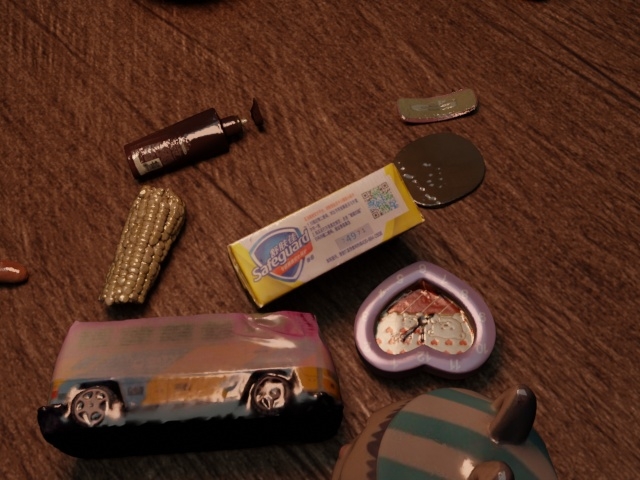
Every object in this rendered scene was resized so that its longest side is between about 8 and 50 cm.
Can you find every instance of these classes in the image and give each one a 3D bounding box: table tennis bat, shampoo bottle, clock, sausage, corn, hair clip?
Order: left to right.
[{"bbox_3d":[-0.558,0.062,1.160,0.186,0.043,0.043,-12,63,-2],"label":"sausage"},{"bbox_3d":[-0.274,0.015,1.142,0.087,0.087,0.210,12,70,11],"label":"corn"},{"bbox_3d":[-0.211,-0.174,1.235,0.236,0.068,0.067,-21,61,-7],"label":"shampoo bottle"},{"bbox_3d":[0.157,-0.101,1.198,0.234,0.022,0.131,-25,65,-11],"label":"table tennis bat"},{"bbox_3d":[0.148,0.117,1.060,0.198,0.064,0.172,0,63,4],"label":"clock"},{"bbox_3d":[0.199,-0.231,1.257,0.137,0.022,0.054,-10,62,0],"label":"hair clip"}]

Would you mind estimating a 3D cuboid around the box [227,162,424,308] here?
[{"bbox_3d":[0.000,0.000,1.067,0.265,0.168,0.097,-27,87,-7],"label":"box"}]

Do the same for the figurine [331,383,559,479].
[{"bbox_3d":[0.149,0.328,0.780,0.266,0.377,0.361,-24,62,-7],"label":"figurine"}]

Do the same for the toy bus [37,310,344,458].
[{"bbox_3d":[-0.163,0.189,0.993,0.387,0.171,0.162,-4,59,2],"label":"toy bus"}]
